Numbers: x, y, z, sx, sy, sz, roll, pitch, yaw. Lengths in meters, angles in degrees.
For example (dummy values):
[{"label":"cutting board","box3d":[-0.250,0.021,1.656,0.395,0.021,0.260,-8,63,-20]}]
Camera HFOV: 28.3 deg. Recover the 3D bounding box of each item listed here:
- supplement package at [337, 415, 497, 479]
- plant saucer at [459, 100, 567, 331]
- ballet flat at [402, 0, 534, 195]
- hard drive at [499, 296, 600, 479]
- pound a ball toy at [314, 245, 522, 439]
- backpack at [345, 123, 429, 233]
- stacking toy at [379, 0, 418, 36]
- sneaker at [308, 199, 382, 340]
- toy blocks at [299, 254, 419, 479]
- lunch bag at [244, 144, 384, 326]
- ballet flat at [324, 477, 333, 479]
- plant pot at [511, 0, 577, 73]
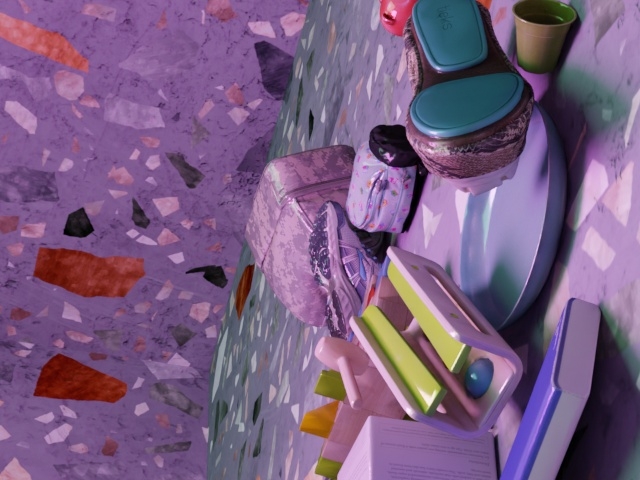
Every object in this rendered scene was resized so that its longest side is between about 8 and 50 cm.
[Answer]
[{"label":"supplement package","box3d":[0.123,0.401,1.618,0.175,0.178,0.293,112,164,-49]},{"label":"plant saucer","box3d":[0.255,-0.030,1.670,0.317,0.044,0.317,-170,90,-79]},{"label":"ballet flat","box3d":[0.194,-0.170,1.662,0.483,0.164,0.182,-90,-13,-60]},{"label":"hard drive","box3d":[0.232,0.245,1.396,0.210,0.040,0.318,-57,-16,-62]},{"label":"pound a ball toy","box3d":[0.128,0.155,1.669,0.208,0.136,0.319,-62,24,13]},{"label":"backpack","box3d":[0.115,-0.102,2.253,0.152,0.115,0.182,-106,25,-60]},{"label":"stacking toy","box3d":[0.176,-0.508,2.250,0.309,0.130,0.279,-102,23,-60]},{"label":"sneaker","box3d":[0.059,0.060,2.283,0.110,0.122,0.283,127,135,-59]},{"label":"toy blocks","box3d":[0.101,0.173,2.011,0.261,0.191,0.381,-76,4,-46]},{"label":"lunch bag","box3d":[0.000,0.000,2.502,0.256,0.213,0.305,66,152,27]},{"label":"ballet flat","box3d":[0.051,0.426,2.220,0.096,0.095,0.280,-85,17,-77]},{"label":"plant pot","box3d":[0.285,-0.262,1.649,0.083,0.083,0.079,-97,8,-55]}]
